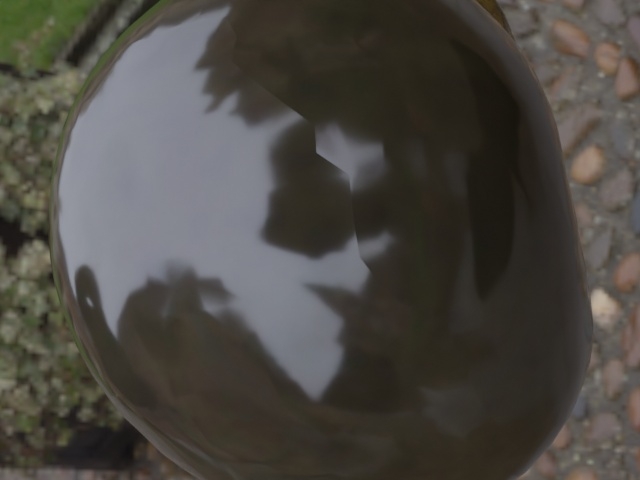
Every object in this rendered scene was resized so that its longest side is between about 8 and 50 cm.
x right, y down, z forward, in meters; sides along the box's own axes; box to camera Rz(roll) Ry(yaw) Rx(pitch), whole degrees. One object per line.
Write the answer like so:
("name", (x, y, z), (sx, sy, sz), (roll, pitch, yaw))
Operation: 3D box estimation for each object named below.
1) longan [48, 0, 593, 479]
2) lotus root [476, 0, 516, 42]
("longan", (0.000, 0.000, 0.529), (0.196, 0.196, 0.220), (-18, 86, 53))
("lotus root", (0.124, -0.129, 1.345), (0.145, 0.128, 0.260), (-11, 114, 18))
